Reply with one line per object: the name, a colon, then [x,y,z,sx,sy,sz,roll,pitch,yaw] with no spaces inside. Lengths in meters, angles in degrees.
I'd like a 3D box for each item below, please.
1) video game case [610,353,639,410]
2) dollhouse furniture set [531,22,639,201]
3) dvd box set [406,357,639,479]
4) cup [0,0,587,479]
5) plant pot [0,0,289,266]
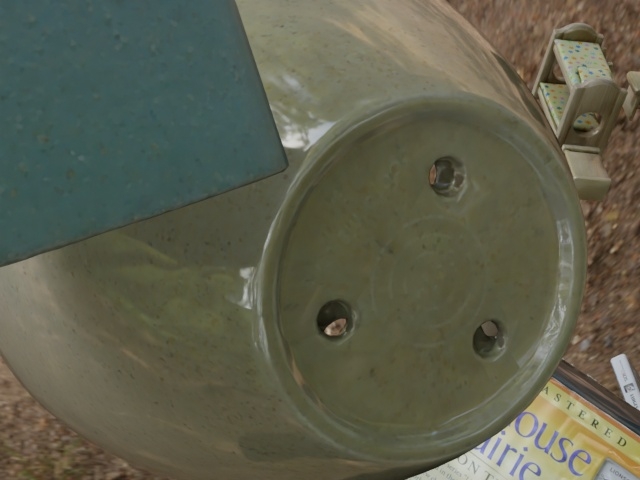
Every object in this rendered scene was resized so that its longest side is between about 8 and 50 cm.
video game case: [0.379,0.241,1.351,0.022,0.190,0.173,-27,35,15]
dollhouse furniture set: [0.333,-0.136,1.331,0.160,0.101,0.182,4,42,-10]
dvd box set: [0.123,0.294,1.026,0.307,0.062,0.421,34,108,29]
cup: [0.000,0.000,0.645,0.331,0.237,0.331,-5,103,-24]
plant pot: [-0.197,-0.111,0.384,0.247,0.247,0.252,2,107,45]
